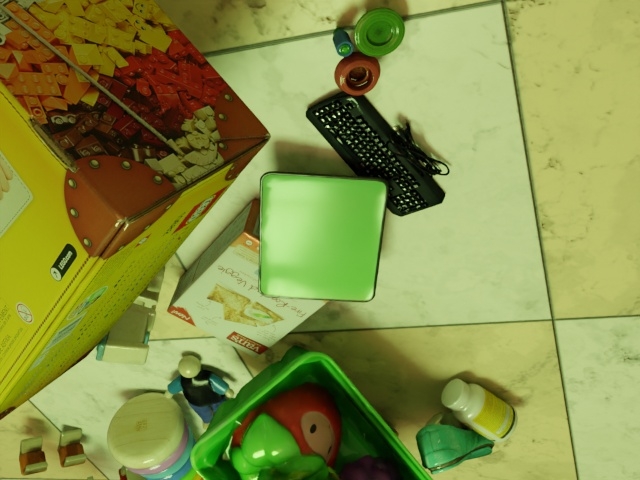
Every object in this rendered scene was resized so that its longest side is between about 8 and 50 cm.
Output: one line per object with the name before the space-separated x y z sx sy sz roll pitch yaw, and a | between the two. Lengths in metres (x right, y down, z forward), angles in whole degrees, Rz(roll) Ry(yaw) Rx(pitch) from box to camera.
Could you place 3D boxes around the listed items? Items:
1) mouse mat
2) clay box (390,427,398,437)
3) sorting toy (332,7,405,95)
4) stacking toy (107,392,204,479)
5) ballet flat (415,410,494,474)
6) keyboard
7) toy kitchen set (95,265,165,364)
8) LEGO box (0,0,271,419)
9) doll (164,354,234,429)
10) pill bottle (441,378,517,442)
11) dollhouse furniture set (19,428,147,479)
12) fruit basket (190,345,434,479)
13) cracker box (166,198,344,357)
mouse mat | 0.000 0.000 0.960 0.153 0.007 0.189 4 126 -1
clay box | 0.010 0.360 1.339 0.222 0.127 0.053 16 176 -2
sorting toy | 0.041 -0.198 0.792 0.061 0.042 0.102 12 128 -22
stacking toy | -0.281 0.425 1.488 0.141 0.141 0.330 0 142 13
ballet flat | 0.218 0.315 1.255 0.083 0.087 0.247 -24 161 21
keyboard | 0.072 -0.093 0.894 0.100 0.038 0.192 -23 128 33
toy kitchen set | -0.308 0.134 1.129 0.122 0.166 0.207 12 139 -11
LEGO box | -0.343 -0.067 0.805 0.372 0.193 0.500 49 133 2
doll | -0.206 0.264 1.346 0.129 0.046 0.189 0 137 13
pill bottle | 0.246 0.263 1.219 0.116 0.065 0.065 34 134 -22
dollhouse furniture set | -0.468 0.523 1.561 0.259 0.262 0.135 -6 148 -28
fruit basket | 0.001 0.369 1.101 0.283 0.392 0.392 -39 125 0
cracker box | -0.090 0.061 1.080 0.156 0.067 0.232 30 136 -18
